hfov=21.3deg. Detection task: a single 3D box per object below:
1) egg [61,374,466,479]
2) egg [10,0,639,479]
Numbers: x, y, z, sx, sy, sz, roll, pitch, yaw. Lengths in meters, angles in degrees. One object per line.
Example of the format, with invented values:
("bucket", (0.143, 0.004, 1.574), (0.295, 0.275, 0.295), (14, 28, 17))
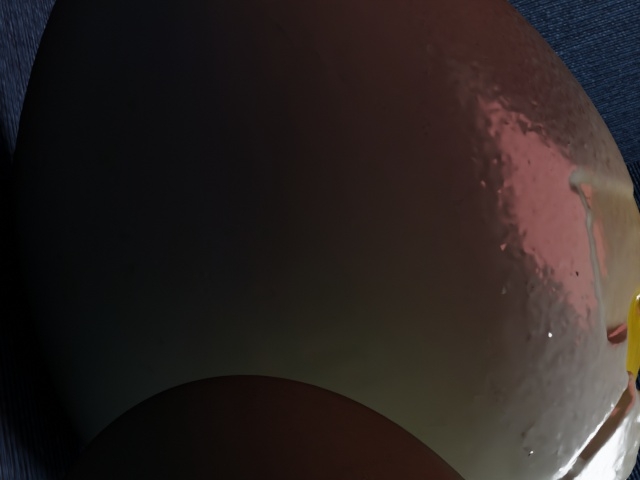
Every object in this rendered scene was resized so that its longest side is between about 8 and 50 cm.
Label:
("egg", (-0.008, 0.154, 0.547), (0.186, 0.186, 0.241), (69, -1, -63))
("egg", (0.000, 0.000, 0.792), (0.283, 0.283, 0.345), (-100, 165, -76))
